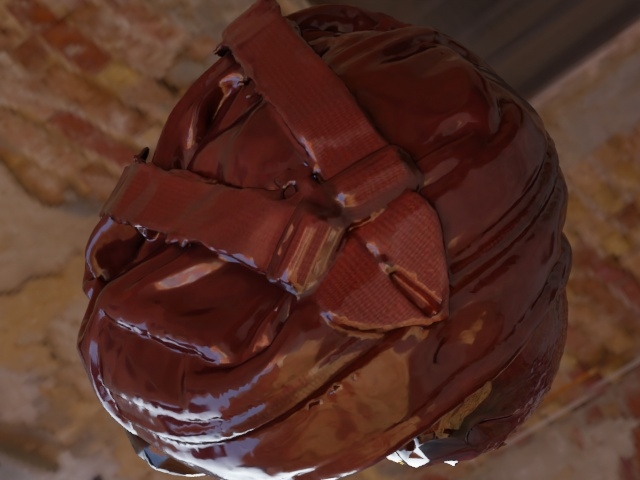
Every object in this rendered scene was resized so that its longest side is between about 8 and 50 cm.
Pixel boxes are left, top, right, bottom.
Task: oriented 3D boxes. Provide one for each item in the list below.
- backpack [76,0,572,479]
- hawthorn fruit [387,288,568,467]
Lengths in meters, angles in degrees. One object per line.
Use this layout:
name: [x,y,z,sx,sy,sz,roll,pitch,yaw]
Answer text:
backpack: [0.001,0.002,0.597,0.139,0.229,0.229,52,-162,-27]
hawthorn fruit: [0.079,0.052,1.385,0.295,0.295,0.311,16,-126,-62]
